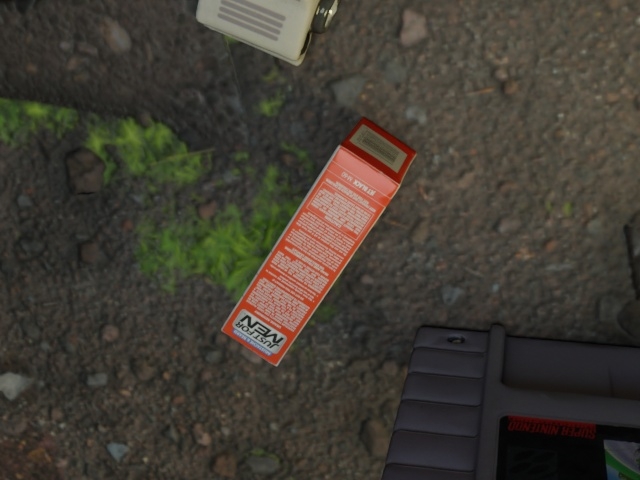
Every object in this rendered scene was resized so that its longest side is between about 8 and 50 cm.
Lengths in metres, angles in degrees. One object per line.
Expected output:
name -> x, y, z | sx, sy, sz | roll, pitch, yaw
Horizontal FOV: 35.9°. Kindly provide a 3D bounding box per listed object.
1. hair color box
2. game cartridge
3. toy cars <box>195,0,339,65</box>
hair color box -> 0.000, 0.000, 0.719 | 0.053, 0.093, 0.167 | 35, 113, -1
game cartridge -> 0.226, 0.139, 0.645 | 0.355, 0.230, 0.068 | 4, 110, 11
toy cars -> 0.063, -0.251, 0.618 | 0.394, 0.087, 0.176 | -25, 102, 20
